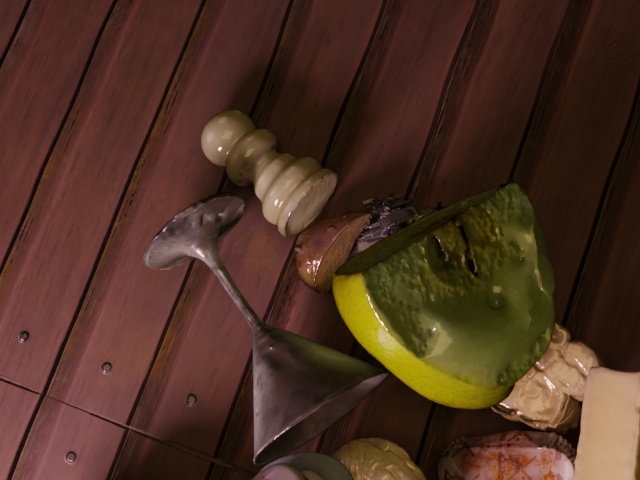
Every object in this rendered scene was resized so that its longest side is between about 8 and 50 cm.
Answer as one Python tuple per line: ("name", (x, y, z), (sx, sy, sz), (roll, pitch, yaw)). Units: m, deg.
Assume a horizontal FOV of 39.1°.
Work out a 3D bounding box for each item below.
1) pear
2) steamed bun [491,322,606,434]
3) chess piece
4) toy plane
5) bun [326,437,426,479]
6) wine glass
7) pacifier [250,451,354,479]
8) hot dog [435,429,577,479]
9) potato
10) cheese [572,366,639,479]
("pear", (0.211, 0.114, 1.432), (0.342, 0.238, 0.318), (-29, 92, -24))
("steamed bun", (0.381, 0.230, 1.514), (0.192, 0.106, 0.178), (19, 85, 16))
("chess piece", (-0.109, -0.136, 1.612), (0.251, 0.144, 0.144), (39, 84, 15))
("toy plane", (0.149, -0.035, 1.597), (0.234, 0.082, 0.160), (-25, 52, -1))
("bun", (0.091, 0.427, 1.475), (0.220, 0.134, 0.221), (-5, 82, 38))
("wine glass", (-0.110, 0.138, 1.498), (0.267, 0.267, 0.406), (-37, 74, -3))
("pacifier", (-0.049, 0.470, 1.391), (0.238, 0.226, 0.287), (21, 53, 43))
("hot dog", (0.305, 0.378, 1.474), (0.252, 0.069, 0.131), (-6, 73, 27))
("potato", (0.000, 0.000, 1.565), (0.100, 0.089, 0.172), (44, 112, 36))
("cheese", (0.509, 0.348, 1.414), (0.242, 0.123, 0.266), (17, 78, -33))
